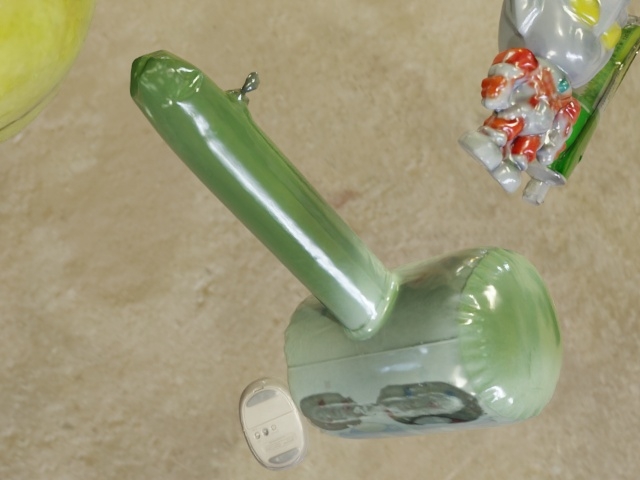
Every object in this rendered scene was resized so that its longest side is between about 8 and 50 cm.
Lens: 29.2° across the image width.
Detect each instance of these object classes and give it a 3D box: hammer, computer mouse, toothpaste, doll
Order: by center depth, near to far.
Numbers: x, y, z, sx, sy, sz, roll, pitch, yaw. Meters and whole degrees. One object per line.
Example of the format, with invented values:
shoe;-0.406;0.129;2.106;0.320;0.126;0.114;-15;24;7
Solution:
doll;0.125;-0.109;0.671;0.079;0.094;0.180;2;63;49
hammer;0.000;0.000;0.795;0.206;0.335;0.119;-17;34;45
computer mouse;-0.045;0.185;1.241;0.066;0.039;0.096;-23;78;8
toothpaste;0.284;-0.148;1.346;0.078;0.047;0.248;18;74;47

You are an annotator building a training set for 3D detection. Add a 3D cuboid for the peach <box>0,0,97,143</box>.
peach;-0.310;-0.182;0.800;0.315;0.281;0.314;-23;26;-26
